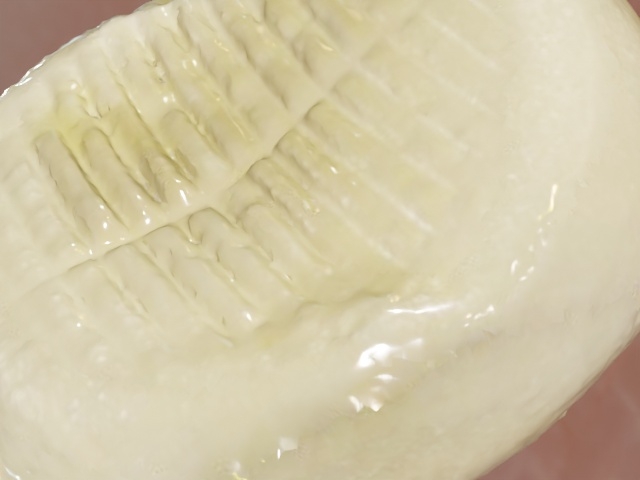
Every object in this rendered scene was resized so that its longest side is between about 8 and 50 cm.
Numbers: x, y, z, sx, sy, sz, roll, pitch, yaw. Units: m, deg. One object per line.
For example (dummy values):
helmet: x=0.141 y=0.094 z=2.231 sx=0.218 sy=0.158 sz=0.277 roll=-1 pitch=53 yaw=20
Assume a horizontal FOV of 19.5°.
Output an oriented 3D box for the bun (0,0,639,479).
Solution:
bun: x=0.000 y=0.000 z=0.535 sx=0.229 sy=0.145 sz=0.229 roll=-13 pitch=49 yaw=15
